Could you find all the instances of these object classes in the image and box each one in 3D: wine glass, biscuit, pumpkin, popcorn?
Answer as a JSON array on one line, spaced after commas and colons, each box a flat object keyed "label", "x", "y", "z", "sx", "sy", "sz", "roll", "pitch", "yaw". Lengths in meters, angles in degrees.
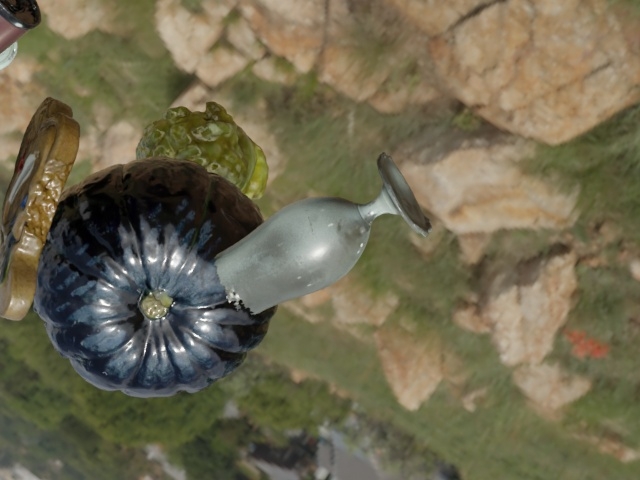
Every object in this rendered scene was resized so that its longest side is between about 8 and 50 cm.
[{"label": "wine glass", "x": 0.000, "y": 0.000, "z": 1.230, "sx": 0.222, "sy": 0.103, "sz": 0.103, "roll": -28, "pitch": 122, "yaw": 17}, {"label": "biscuit", "x": -0.354, "y": -0.048, "z": 1.410, "sx": 0.047, "sy": 0.320, "sz": 0.183, "roll": 18, "pitch": 153, "yaw": -24}, {"label": "pumpkin", "x": -0.242, "y": 0.057, "z": 1.686, "sx": 0.363, "sy": 0.363, "sz": 0.266, "roll": 47, "pitch": -176, "yaw": -22}, {"label": "popcorn", "x": -0.232, "y": -0.143, "z": 2.145, "sx": 0.225, "sy": 0.174, "sz": 0.286, "roll": -11, "pitch": 166, "yaw": 12}]

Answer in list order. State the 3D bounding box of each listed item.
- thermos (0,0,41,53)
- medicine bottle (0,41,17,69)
[{"label": "thermos", "x": -0.504, "y": -0.217, "z": 1.461, "sx": 0.109, "sy": 0.330, "sz": 0.136, "roll": 61, "pitch": -163, "yaw": 15}, {"label": "medicine bottle", "x": -0.474, "y": -0.270, "z": 1.600, "sx": 0.074, "sy": 0.074, "sz": 0.218, "roll": 47, "pitch": 169, "yaw": -21}]
